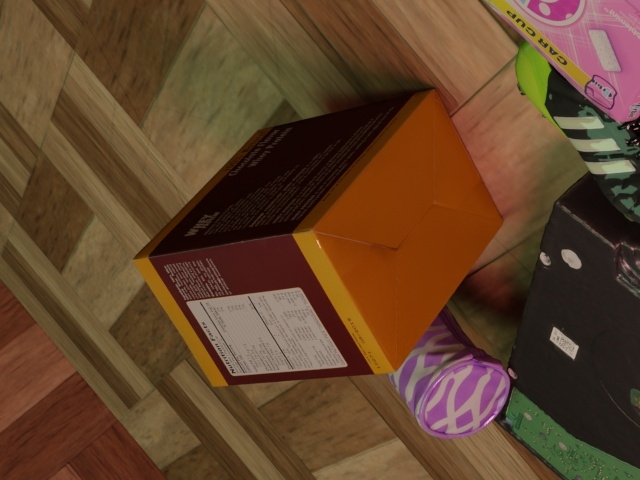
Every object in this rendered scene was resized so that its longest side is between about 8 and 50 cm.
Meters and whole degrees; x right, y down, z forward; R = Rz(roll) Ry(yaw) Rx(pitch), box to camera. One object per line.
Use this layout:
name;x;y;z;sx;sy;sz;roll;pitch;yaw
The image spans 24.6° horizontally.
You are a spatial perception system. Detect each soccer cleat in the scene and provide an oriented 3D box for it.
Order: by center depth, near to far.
soccer cleat;0.192;-0.070;0.921;0.179;0.060;0.072;47;155;14

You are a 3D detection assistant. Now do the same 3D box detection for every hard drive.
hard drive;0.252;0.116;1.082;0.237;0.064;0.339;40;154;22

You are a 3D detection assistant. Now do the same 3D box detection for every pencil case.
pencil case;0.084;0.074;1.233;0.086;0.088;0.206;17;-154;-35

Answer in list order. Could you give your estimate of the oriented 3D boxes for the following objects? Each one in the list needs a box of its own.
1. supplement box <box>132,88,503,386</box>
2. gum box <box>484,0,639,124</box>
supplement box;0.000;0.000;1.139;0.194;0.191;0.129;-9;120;42
gum box;0.147;-0.165;0.851;0.188;0.062;0.107;45;156;13
